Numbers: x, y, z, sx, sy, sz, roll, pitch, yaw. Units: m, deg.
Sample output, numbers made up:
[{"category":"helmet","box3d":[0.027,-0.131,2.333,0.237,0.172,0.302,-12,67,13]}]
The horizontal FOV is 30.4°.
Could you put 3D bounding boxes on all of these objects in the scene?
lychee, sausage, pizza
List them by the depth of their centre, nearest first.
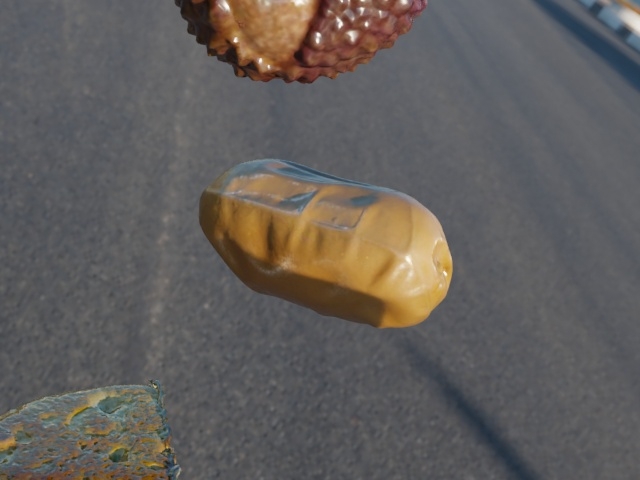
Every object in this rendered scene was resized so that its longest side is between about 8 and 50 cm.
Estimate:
[{"category":"pizza","box3d":[-0.133,0.129,0.672,0.131,0.041,0.178,17,23,21]},{"category":"lychee","box3d":[-0.011,-0.191,0.736,0.188,0.188,0.188,31,18,-11]},{"category":"sausage","box3d":[0.000,0.000,1.029,0.241,0.120,0.136,15,-33,28]}]
